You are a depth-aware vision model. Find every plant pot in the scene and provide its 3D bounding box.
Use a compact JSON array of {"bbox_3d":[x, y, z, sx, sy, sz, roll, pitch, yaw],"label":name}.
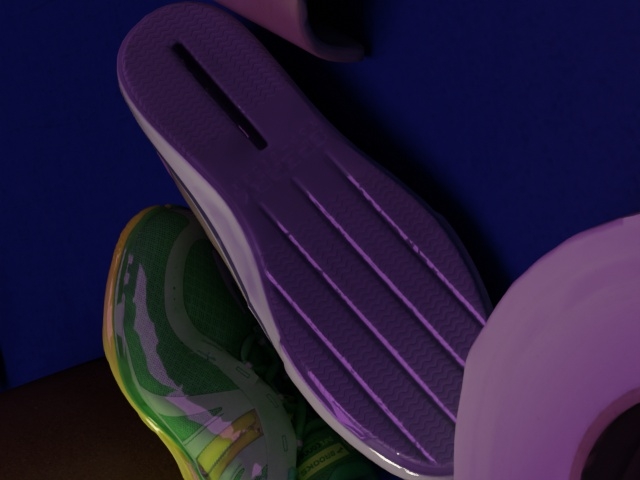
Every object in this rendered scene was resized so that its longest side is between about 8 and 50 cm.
[{"bbox_3d":[-0.224,0.210,1.014,0.237,0.254,0.237,15,108,52],"label":"plant pot"}]

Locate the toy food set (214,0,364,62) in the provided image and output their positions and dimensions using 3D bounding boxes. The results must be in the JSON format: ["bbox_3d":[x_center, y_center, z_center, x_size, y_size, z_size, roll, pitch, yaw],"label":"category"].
[{"bbox_3d":[-0.045,-0.263,0.810,0.220,0.092,0.306,34,134,37],"label":"toy food set"}]

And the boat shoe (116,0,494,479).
[{"bbox_3d":[0.000,0.000,0.841,0.302,0.109,0.094,55,174,19],"label":"boat shoe"}]

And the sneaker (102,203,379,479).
[{"bbox_3d":[-0.028,0.113,0.904,0.123,0.109,0.295,-17,95,40],"label":"sneaker"}]

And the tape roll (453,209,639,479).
[{"bbox_3d":[0.188,0.117,0.644,0.286,0.100,0.286,18,116,44],"label":"tape roll"}]
